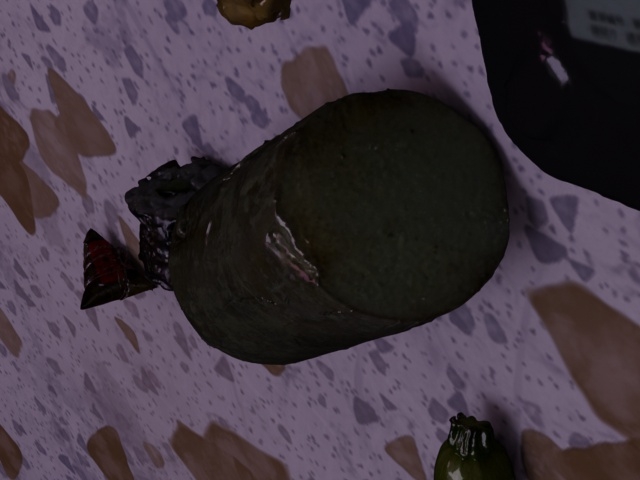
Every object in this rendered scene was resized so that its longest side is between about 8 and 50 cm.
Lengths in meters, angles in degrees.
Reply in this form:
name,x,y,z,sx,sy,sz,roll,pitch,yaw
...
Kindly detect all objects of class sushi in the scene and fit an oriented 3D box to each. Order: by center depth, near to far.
name,x,y,z,sx,sy,sz,roll,pitch,yaw
sushi,-0.106,-0.013,1.311,0.098,0.094,0.084,33,141,45

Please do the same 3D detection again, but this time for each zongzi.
name,x,y,z,sx,sy,sz,roll,pitch,yaw
zongzi,-0.196,0.037,1.550,0.067,0.074,0.083,90,177,-45

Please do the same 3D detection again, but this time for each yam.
name,x,y,z,sx,sy,sz,roll,pitch,yaw
yam,0.000,0.000,1.102,0.161,0.161,0.268,58,154,-4

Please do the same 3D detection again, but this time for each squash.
name,x,y,z,sx,sy,sz,roll,pitch,yaw
squash,0.117,0.228,1.246,0.069,0.069,0.258,38,147,29

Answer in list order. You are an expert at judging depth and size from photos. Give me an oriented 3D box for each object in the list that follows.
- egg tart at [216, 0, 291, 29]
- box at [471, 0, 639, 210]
name,x,y,z,sx,sy,sz,roll,pitch,yaw
egg tart,-0.019,-0.270,0.793,0.341,0.129,0.341,-6,-90,-85
box,0.192,-0.145,0.725,0.359,0.091,0.350,23,137,48
